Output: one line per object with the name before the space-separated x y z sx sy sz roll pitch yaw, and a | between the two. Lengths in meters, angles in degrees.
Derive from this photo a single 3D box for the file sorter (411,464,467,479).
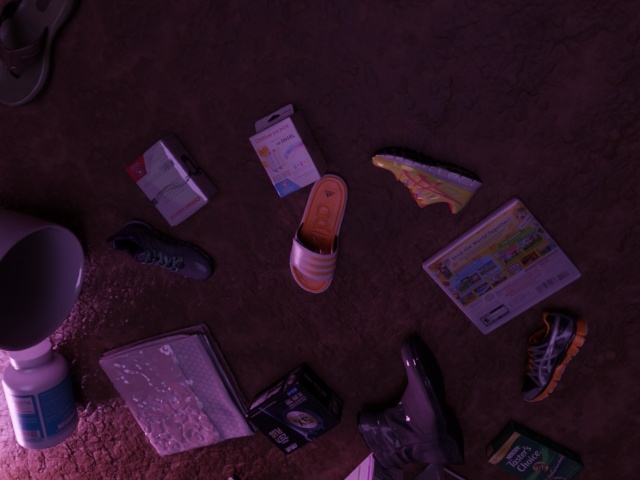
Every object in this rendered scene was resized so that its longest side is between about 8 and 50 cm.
file sorter | 0.272 0.716 1.151 0.173 0.193 0.278 31 114 -6

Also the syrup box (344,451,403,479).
syrup box | 0.102 0.657 1.208 0.093 0.096 0.237 34 115 -4

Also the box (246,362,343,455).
box | -0.061 0.406 1.144 0.180 0.077 0.147 -38 102 21

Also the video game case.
video game case | 0.358 0.057 0.954 0.227 0.026 0.206 -40 101 23

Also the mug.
mug | -0.738 0.085 1.057 0.327 0.276 0.374 15 144 10

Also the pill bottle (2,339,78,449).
pill bottle | -0.715 0.386 1.219 0.146 0.146 0.264 7 113 8

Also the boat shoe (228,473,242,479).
boat shoe | -0.199 0.684 1.305 0.133 0.042 0.049 49 137 -10

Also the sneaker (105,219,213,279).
sneaker | -0.347 0.039 1.035 0.223 0.098 0.083 25 114 0

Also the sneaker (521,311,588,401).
sneaker | 0.463 0.237 0.986 0.083 0.084 0.215 24 111 14

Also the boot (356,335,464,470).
boot | 0.177 0.387 1.079 0.222 0.118 0.338 -15 104 21

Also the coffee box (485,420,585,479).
coffee box | 0.492 0.504 1.103 0.184 0.040 0.113 28 114 -2

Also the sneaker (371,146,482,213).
sneaker | 0.187 -0.108 0.888 0.208 0.081 0.094 21 116 1

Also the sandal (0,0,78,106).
sandal | -0.566 -0.395 0.904 0.120 0.086 0.303 36 114 -5

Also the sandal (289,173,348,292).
sandal | -0.010 -0.003 0.968 0.101 0.076 0.265 13 114 5

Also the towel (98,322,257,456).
towel | -0.357 0.390 1.207 0.316 0.053 0.332 -19 107 17

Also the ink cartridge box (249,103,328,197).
ink cartridge box | -0.062 -0.173 0.901 0.092 0.090 0.143 -24 107 18

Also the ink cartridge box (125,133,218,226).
ink cartridge box | -0.302 -0.122 0.980 0.109 0.063 0.150 -32 104 20
